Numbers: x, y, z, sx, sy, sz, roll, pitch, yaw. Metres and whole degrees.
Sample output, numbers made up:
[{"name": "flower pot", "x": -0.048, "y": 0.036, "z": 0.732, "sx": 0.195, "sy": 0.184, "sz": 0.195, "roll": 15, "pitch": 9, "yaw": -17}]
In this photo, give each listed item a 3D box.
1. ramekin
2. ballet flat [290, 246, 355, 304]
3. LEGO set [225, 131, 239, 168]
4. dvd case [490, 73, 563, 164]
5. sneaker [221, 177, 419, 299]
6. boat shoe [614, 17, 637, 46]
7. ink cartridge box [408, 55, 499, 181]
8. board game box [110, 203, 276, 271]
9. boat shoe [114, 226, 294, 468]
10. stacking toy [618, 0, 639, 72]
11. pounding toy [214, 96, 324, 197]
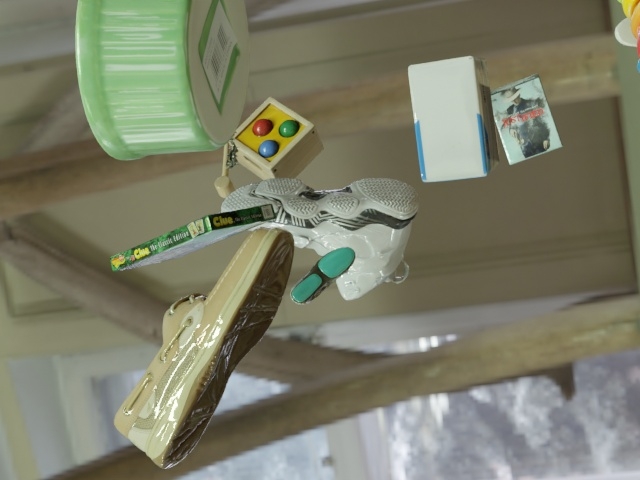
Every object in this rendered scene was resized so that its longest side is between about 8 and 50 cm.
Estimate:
[{"name": "ramekin", "x": -0.203, "y": -0.260, "z": 1.693, "sx": 0.303, "sy": 0.148, "sz": 0.303, "roll": 2, "pitch": -90, "yaw": -76}, {"name": "ballet flat", "x": 0.002, "y": 0.051, "z": 1.775, "sx": 0.041, "sy": 0.114, "sz": 0.041, "roll": 48, "pitch": 169, "yaw": 12}, {"name": "LEGO set", "x": -0.144, "y": -0.148, "z": 2.062, "sx": 0.083, "sy": 0.023, "sz": 0.054, "roll": 110, "pitch": 165, "yaw": -65}, {"name": "dvd case", "x": 0.312, "y": -0.186, "z": 1.905, "sx": 0.013, "sy": 0.087, "sz": 0.119, "roll": 4, "pitch": -112, "yaw": -70}, {"name": "sneaker", "x": 0.000, "y": 0.000, "z": 2.323, "sx": 0.137, "sy": 0.366, "sz": 0.210, "roll": -95, "pitch": 4, "yaw": -61}, {"name": "boat shoe", "x": 0.639, "y": -0.414, "z": 2.396, "sx": 0.066, "sy": 0.184, "sz": 0.063, "roll": 65, "pitch": 161, "yaw": 0}, {"name": "ink cartridge box", "x": 0.174, "y": -0.158, "z": 1.593, "sx": 0.203, "sy": 0.086, "sz": 0.148, "roll": -30, "pitch": -67, "yaw": -77}, {"name": "board game box", "x": -0.202, "y": -0.003, "z": 1.938, "sx": 0.136, "sy": 0.260, "sz": 0.030, "roll": -9, "pitch": -98, "yaw": -46}, {"name": "boat shoe", "x": -0.152, "y": 0.119, "z": 1.566, "sx": 0.341, "sy": 0.110, "sz": 0.122, "roll": -60, "pitch": -21, "yaw": 5}, {"name": "stacking toy", "x": 0.479, "y": -0.384, "z": 1.793, "sx": 0.175, "sy": 0.166, "sz": 0.302, "roll": -7, "pitch": -123, "yaw": -38}, {"name": "pounding toy", "x": -0.134, "y": -0.178, "z": 2.431, "sx": 0.206, "sy": 0.181, "sz": 0.094, "roll": -46, "pitch": -31, "yaw": -14}]
